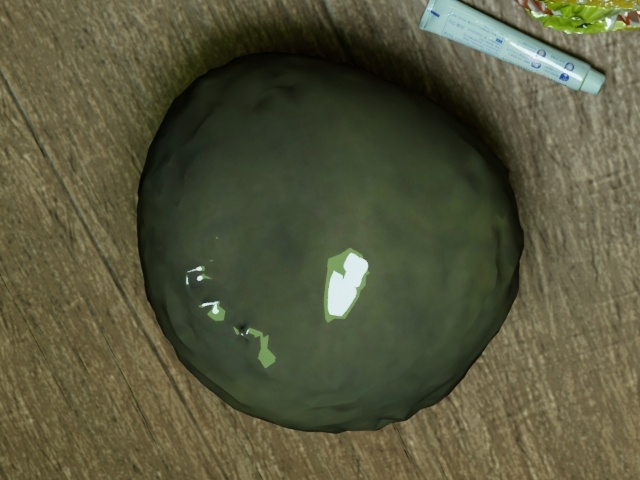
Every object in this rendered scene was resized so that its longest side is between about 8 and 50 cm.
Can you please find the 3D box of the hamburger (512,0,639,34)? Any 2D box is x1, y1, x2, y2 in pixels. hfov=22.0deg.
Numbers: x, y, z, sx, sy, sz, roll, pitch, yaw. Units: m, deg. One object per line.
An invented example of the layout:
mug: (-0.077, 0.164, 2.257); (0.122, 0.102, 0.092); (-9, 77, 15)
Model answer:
hamburger: (0.304, -0.305, 1.753); (0.210, 0.116, 0.173); (9, 114, 8)

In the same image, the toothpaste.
toothpaste: (0.218, -0.220, 1.861); (0.218, 0.033, 0.052); (24, 116, 3)

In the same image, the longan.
longan: (0.001, 0.009, 1.818); (0.436, 0.404, 0.404); (25, 118, -9)
